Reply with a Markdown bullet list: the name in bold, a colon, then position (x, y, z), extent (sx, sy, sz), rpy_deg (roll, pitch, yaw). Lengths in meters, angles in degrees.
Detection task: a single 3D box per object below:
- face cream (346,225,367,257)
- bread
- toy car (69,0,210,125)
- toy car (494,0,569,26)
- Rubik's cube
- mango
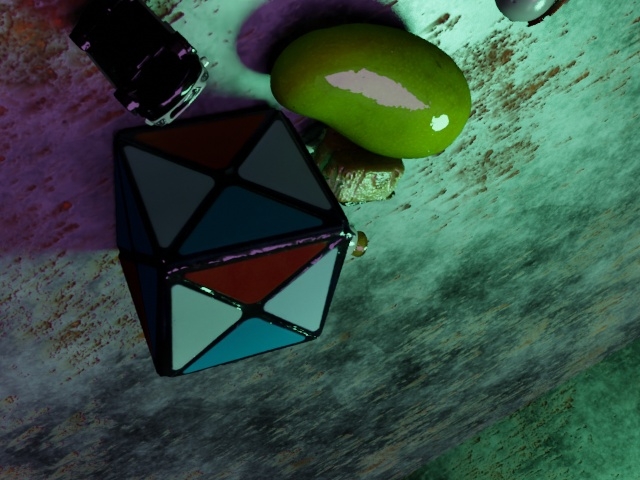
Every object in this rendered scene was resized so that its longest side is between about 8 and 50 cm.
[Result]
- **face cream**: position (0.000, 0.000, 1.256), extent (0.182, 0.051, 0.072), rpy_deg (5, 132, -38)
- **bread**: position (0.048, -0.116, 1.080), extent (0.140, 0.128, 0.069), rpy_deg (-9, 139, -37)
- **toy car**: position (-0.174, -0.181, 0.767), extent (0.089, 0.210, 0.108), rpy_deg (-44, 142, 1)
- **toy car**: position (0.270, -0.331, 0.953), extent (0.112, 0.112, 0.139), rpy_deg (-50, 168, -33)
- **Rubik's cube**: position (-0.130, 0.001, 0.994), extent (0.249, 0.246, 0.248), rpy_deg (-13, 143, -21)
- **mango**: position (0.074, -0.201, 0.985), extent (0.293, 0.143, 0.175), rpy_deg (11, 136, -30)
